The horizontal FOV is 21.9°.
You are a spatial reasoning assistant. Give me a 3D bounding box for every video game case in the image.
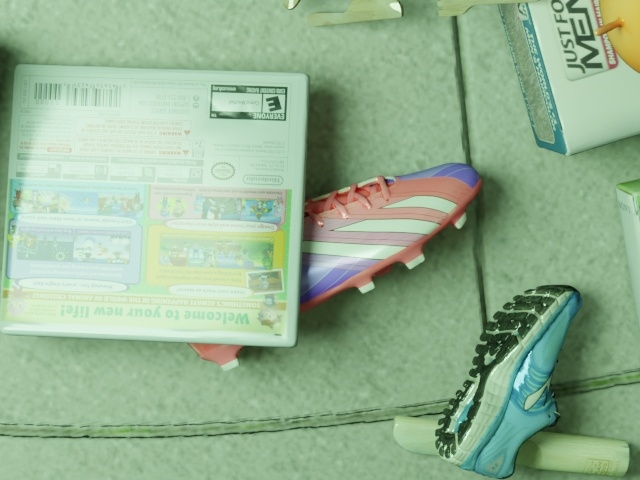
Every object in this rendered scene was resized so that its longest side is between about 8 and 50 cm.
[{"bbox_3d":[-0.117,-0.025,1.171,0.212,0.023,0.193,2,86,5],"label":"video game case"}]

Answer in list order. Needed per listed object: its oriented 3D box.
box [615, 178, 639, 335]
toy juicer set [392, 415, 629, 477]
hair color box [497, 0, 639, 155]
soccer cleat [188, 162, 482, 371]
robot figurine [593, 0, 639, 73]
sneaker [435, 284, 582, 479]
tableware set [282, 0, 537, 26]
[{"bbox_3d":[0.401,0.038,1.271,0.322,0.058,0.232,-12,100,-6],"label":"box"},{"bbox_3d":[0.190,0.273,1.264,0.209,0.089,0.329,-13,100,-5],"label":"toy juicer set"},{"bbox_3d":[0.307,-0.194,1.195,0.347,0.105,0.174,-17,99,-4],"label":"hair color box"},{"bbox_3d":[0.000,0.000,1.204,0.248,0.083,0.095,-32,97,1],"label":"soccer cleat"},{"bbox_3d":[0.278,-0.162,1.078,0.219,0.128,0.158,0,97,-6],"label":"robot figurine"},{"bbox_3d":[0.152,0.106,1.244,0.073,0.063,0.162,34,83,-21],"label":"sneaker"},{"bbox_3d":[0.053,-0.215,1.141,0.194,0.039,0.128,-3,101,31],"label":"tableware set"}]
